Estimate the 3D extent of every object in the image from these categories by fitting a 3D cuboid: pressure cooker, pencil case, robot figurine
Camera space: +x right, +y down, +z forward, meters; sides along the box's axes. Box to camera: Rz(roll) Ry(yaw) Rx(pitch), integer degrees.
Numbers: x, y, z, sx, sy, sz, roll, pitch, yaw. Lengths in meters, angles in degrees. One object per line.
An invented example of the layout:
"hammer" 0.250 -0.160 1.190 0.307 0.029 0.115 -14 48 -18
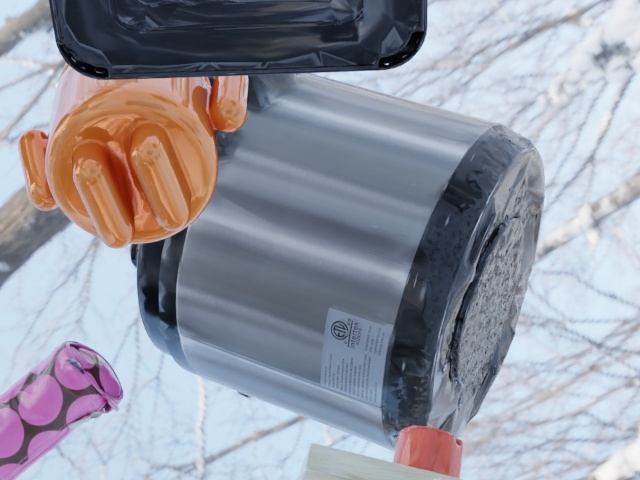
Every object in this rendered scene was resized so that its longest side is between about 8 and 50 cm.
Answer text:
"pressure cooker" -0.003 0.001 1.328 0.370 0.420 0.375 -70 -22 -8
"pencil case" -0.301 0.197 1.246 0.098 0.209 0.095 51 -174 29
"robot figurine" -0.144 -0.083 0.926 0.128 0.158 0.219 28 -155 -22

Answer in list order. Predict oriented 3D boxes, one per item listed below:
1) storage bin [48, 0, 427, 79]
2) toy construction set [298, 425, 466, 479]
"storage bin" -0.040 -0.152 0.597 0.084 0.180 0.122 -88 -4 -58
"toy construction set" 0.056 0.244 0.479 0.151 0.215 0.328 47 -129 -70
